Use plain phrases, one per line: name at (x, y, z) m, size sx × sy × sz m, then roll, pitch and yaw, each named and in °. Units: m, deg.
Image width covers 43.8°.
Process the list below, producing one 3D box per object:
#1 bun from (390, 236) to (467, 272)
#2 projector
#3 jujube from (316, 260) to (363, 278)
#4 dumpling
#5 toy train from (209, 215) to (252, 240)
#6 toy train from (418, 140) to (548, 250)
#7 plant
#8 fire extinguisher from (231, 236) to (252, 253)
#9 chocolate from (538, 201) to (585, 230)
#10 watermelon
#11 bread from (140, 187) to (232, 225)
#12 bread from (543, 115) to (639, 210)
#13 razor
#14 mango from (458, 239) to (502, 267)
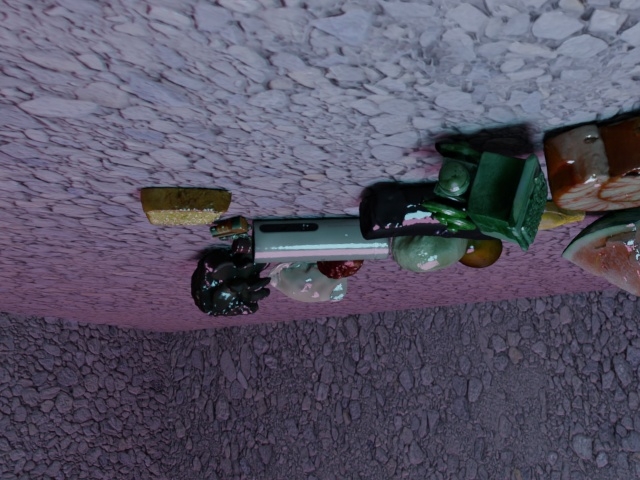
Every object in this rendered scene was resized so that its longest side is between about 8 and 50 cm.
bun at (0.253, -0.007, 1.894) m, size 0.195 × 0.118 × 0.195 m, roll -12°, pitch -158°, yaw 5°
projector at (0.000, 0.000, 1.953) m, size 0.337 × 0.108 × 0.108 m, roll -2°, pitch 168°, yaw -6°
jujube at (0.061, 0.051, 2.209) m, size 0.112 × 0.109 × 0.176 m, roll -35°, pitch 180°, yaw -26°
dumpling at (-0.036, 0.112, 2.423) m, size 0.250 × 0.162 × 0.132 m, roll 11°, pitch -159°, yaw -13°
toy train at (-0.220, -0.028, 1.919) m, size 0.103 × 0.044 × 0.064 m, roll -10°, pitch 163°, yaw 22°
toy train at (0.297, -0.084, 1.443) m, size 0.202 × 0.145 × 0.266 m, roll 17°, pitch 176°, yaw 22°
plant at (-0.258, 0.127, 2.284) m, size 0.199 × 0.188 × 0.276 m, roll 2°, pitch 167°, yaw -28°
fire extinguisher at (-0.156, 0.012, 2.129) m, size 0.157 × 0.045 × 0.078 m, roll 6°, pitch 143°, yaw -31°
chocolate at (0.522, -0.060, 1.895) m, size 0.219 × 0.086 × 0.085 m, roll -6°, pitch 168°, yaw -6°
watermelon at (0.816, -0.012, 1.943) m, size 0.292 × 0.319 × 0.222 m, roll -38°, pitch 148°, yaw -25°
bread at (-0.282, -0.072, 1.657) m, size 0.187 × 0.065 × 0.103 m, roll 0°, pitch 162°, yaw -20°
bread at (0.579, -0.138, 1.423) m, size 0.327 × 0.114 × 0.295 m, roll -11°, pitch 166°, yaw 33°
razor at (0.252, -0.058, 1.734) m, size 0.327 × 0.107 × 0.189 m, roll 0°, pitch 168°, yaw -8°
mango at (0.414, 0.015, 2.113) m, size 0.133 × 0.111 × 0.267 m, roll 10°, pitch 174°, yaw 20°
